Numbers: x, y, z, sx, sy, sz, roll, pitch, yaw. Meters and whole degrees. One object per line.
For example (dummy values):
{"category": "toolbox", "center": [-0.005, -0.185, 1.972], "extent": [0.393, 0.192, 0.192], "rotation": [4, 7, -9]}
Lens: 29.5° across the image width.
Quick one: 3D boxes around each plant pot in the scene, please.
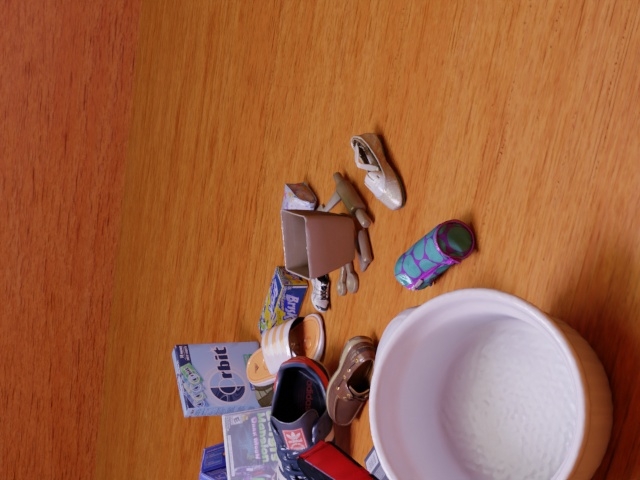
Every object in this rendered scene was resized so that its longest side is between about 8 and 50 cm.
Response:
{"category": "plant pot", "center": [0.000, 0.000, 2.079], "extent": [0.109, 0.096, 0.109], "rotation": [-161, 65, -65]}

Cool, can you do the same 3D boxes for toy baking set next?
{"category": "toy baking set", "center": [0.030, -0.017, 2.160], "extent": [0.256, 0.030, 0.196], "rotation": [-116, 33, -47]}

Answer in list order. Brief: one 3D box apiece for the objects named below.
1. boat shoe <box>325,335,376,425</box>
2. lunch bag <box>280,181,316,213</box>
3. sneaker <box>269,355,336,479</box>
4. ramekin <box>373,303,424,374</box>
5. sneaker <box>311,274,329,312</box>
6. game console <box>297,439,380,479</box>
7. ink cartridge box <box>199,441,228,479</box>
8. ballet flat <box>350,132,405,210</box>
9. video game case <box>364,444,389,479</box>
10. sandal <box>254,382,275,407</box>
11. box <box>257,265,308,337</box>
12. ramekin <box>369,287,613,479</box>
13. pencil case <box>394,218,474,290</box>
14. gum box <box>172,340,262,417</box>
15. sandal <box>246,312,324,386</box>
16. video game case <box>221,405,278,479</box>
{"category": "boat shoe", "center": [0.054, 0.247, 2.057], "extent": [0.060, 0.064, 0.178], "rotation": [-118, 37, -53]}
{"category": "lunch bag", "center": [-0.040, -0.061, 2.308], "extent": [0.083, 0.053, 0.071], "rotation": [53, 140, 46]}
{"category": "sneaker", "center": [-0.031, 0.370, 2.123], "extent": [0.148, 0.131, 0.350], "rotation": [54, -154, -70]}
{"category": "ramekin", "center": [0.172, 0.208, 1.678], "extent": [0.273, 0.127, 0.272], "rotation": [179, 90, -68]}
{"category": "sneaker", "center": [0.001, 0.090, 2.231], "extent": [0.037, 0.032, 0.083], "rotation": [129, 135, -58]}
{"category": "game console", "center": [0.140, 0.430, 1.554], "extent": [0.386, 0.060, 0.342], "rotation": [51, 170, -20]}
{"category": "ink cartridge box", "center": [-0.163, 0.547, 2.435], "extent": [0.065, 0.186, 0.311], "rotation": [14, 106, 43]}
{"category": "ballet flat", "center": [0.088, -0.110, 1.986], "extent": [0.168, 0.052, 0.057], "rotation": [-111, 30, -41]}
{"category": "video game case", "center": [0.141, 0.417, 1.895], "extent": [0.196, 0.026, 0.274], "rotation": [116, 146, -48]}
{"category": "sandal", "center": [-0.074, 0.281, 2.407], "extent": [0.180, 0.049, 0.072], "rotation": [-43, 51, 42]}
{"category": "box", "center": [-0.075, 0.128, 2.391], "extent": [0.059, 0.054, 0.169], "rotation": [-112, 30, -44]}
{"category": "ramekin", "center": [0.208, 0.199, 1.438], "extent": [0.277, 0.135, 0.277], "rotation": [-6, 80, 34]}
{"category": "pencil case", "center": [0.166, 0.024, 1.778], "extent": [0.151, 0.064, 0.070], "rotation": [134, 148, -60]}
{"category": "gum box", "center": [-0.205, 0.288, 2.540], "extent": [0.041, 0.184, 0.157], "rotation": [116, 146, -47]}
{"category": "sandal", "center": [-0.087, 0.219, 2.329], "extent": [0.265, 0.076, 0.102], "rotation": [-35, 54, 45]}
{"category": "video game case", "center": [-0.099, 0.414, 2.330], "extent": [0.022, 0.173, 0.190], "rotation": [38, -137, -67]}
